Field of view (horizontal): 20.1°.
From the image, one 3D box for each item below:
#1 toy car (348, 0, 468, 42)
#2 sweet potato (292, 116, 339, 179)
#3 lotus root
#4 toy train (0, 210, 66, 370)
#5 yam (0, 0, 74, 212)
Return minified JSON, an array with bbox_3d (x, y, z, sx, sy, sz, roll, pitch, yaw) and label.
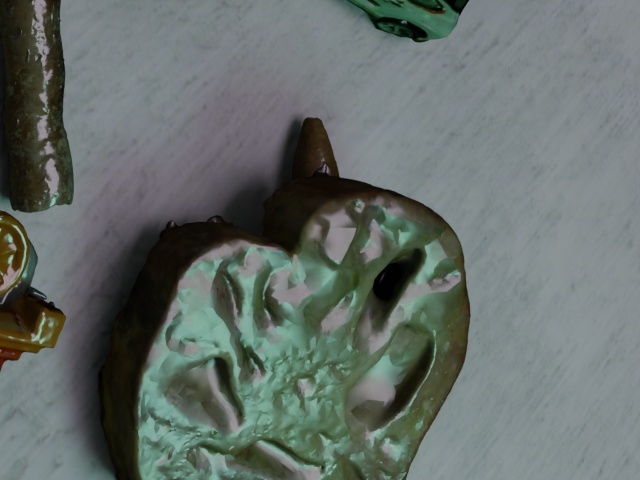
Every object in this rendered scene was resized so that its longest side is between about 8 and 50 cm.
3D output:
[{"bbox_3d":[0.065,-0.303,1.801,0.306,0.125,0.136,26,78,-47],"label":"toy car"},{"bbox_3d":[0.000,0.000,1.818,0.077,0.077,0.243,1,99,-46],"label":"sweet potato"},{"bbox_3d":[-0.026,0.125,1.731,0.390,0.111,0.375,-32,122,-20],"label":"lotus root"},{"bbox_3d":[-0.361,0.053,1.397,0.369,0.163,0.231,15,94,-47],"label":"toy train"},{"bbox_3d":[-0.245,-0.152,1.549,0.061,0.061,0.253,-11,103,-45],"label":"yam"}]
